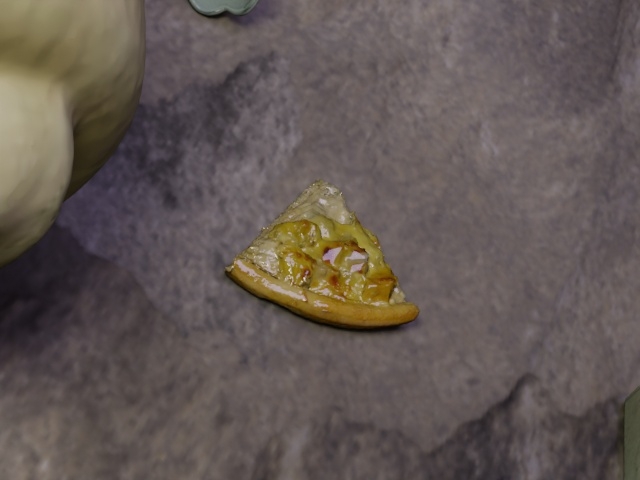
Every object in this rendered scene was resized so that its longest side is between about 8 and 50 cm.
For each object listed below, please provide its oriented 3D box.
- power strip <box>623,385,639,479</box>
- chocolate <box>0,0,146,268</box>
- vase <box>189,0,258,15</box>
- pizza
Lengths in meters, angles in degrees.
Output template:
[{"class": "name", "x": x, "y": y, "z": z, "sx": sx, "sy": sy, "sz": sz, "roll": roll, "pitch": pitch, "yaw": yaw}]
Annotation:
[{"class": "power strip", "x": 0.213, "y": 0.187, "z": 1.066, "sx": 0.078, "sy": 0.052, "sz": 0.272, "roll": 25, "pitch": 47, "yaw": -18}, {"class": "chocolate", "x": -0.237, "y": -0.112, "z": 0.833, "sx": 0.314, "sy": 0.326, "sz": 0.297, "roll": 6, "pitch": 71, "yaw": -35}, {"class": "vase", "x": -0.045, "y": -0.212, "z": 1.185, "sx": 0.081, "sy": 0.081, "sz": 0.149, "roll": 35, "pitch": 40, "yaw": -7}, {"class": "pizza", "x": 0.000, "y": 0.000, "z": 1.082, "sx": 0.123, "sy": 0.026, "sz": 0.109, "roll": 16, "pitch": 47, "yaw": -24}]
